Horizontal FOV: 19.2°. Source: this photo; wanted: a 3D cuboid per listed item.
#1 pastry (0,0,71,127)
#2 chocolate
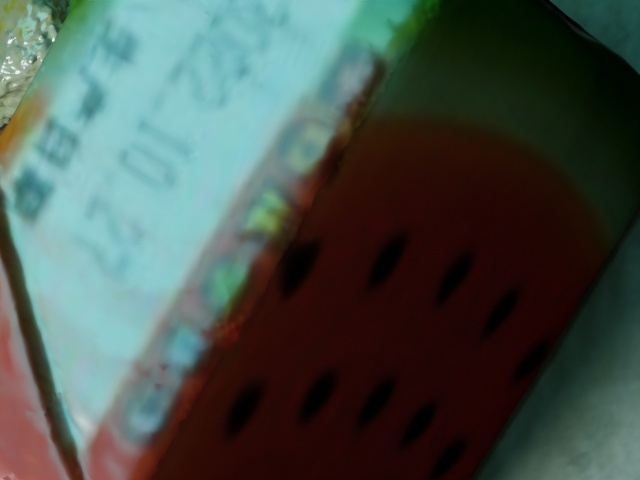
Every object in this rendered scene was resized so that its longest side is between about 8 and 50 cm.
[{"bbox_3d":[-0.237,-0.121,1.356,0.258,0.089,0.121,-16,75,38],"label":"pastry"},{"bbox_3d":[0.000,0.000,0.935,0.161,0.360,0.341,34,96,30],"label":"chocolate"}]
